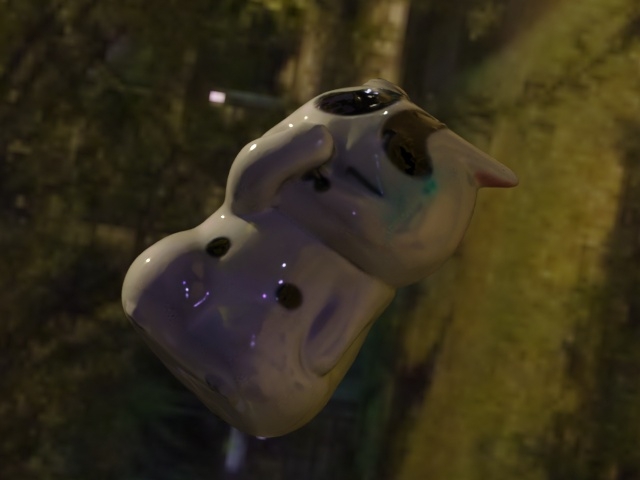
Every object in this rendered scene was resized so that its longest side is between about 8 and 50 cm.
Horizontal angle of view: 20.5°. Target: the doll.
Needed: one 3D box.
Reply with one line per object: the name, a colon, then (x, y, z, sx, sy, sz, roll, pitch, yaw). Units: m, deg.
doll: (-0.005, 0.004, 0.818, 0.180, 0.110, 0.107, -50, -25, -1)
